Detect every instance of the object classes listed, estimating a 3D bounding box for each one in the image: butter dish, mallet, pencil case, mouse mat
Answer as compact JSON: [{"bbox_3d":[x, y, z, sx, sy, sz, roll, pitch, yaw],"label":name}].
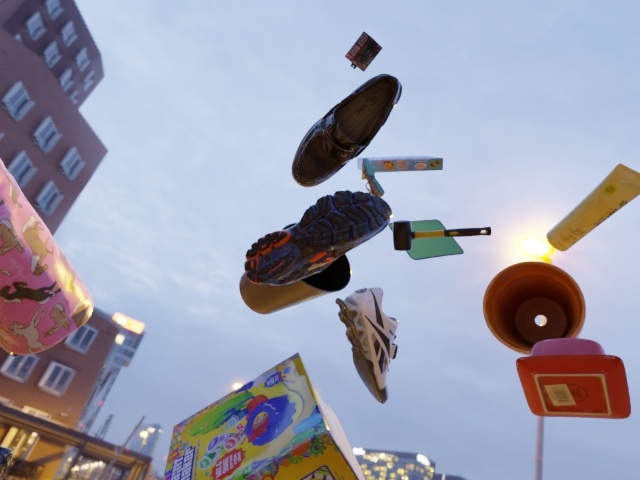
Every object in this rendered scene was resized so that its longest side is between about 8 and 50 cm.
[{"bbox_3d":[0.434,0.221,0.842,0.160,0.118,0.160,-10,-58,29],"label":"butter dish"},{"bbox_3d":[0.235,-0.023,0.956,0.190,0.062,0.039,-10,5,11],"label":"mallet"},{"bbox_3d":[-0.503,-0.001,0.732,0.167,0.160,0.385,-23,-52,-13],"label":"pencil case"},{"bbox_3d":[0.304,-0.006,1.403,0.190,0.152,0.007,-6,-44,-25],"label":"mouse mat"}]

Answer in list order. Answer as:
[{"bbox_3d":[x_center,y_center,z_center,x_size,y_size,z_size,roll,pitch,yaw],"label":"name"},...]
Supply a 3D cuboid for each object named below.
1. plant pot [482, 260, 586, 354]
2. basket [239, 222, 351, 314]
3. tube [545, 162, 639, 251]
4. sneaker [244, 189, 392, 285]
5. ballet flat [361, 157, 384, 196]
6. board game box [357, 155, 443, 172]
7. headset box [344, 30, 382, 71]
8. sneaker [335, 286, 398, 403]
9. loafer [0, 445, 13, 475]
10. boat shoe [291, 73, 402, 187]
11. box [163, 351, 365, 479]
[{"bbox_3d":[0.497,0.171,1.120,0.205,0.204,0.188,-2,-20,29],"label":"plant pot"},{"bbox_3d":[-0.080,0.080,1.135,0.205,0.154,0.227,28,-40,-30],"label":"basket"},{"bbox_3d":[0.600,-0.067,1.068,0.070,0.062,0.240,-11,-31,-34],"label":"tube"},{"bbox_3d":[0.000,0.000,0.691,0.221,0.083,0.087,-24,-25,16],"label":"sneaker"},{"bbox_3d":[0.127,-0.160,1.268,0.041,0.114,0.041,-23,-13,-5],"label":"ballet flat"},{"bbox_3d":[0.223,-0.221,1.398,0.212,0.039,0.160,-2,13,-5],"label":"board game box"},{"bbox_3d":[0.105,-0.465,1.209,0.083,0.032,0.062,-49,-33,18],"label":"headset box"},{"bbox_3d":[0.156,0.275,1.285,0.122,0.146,0.330,24,-47,62],"label":"sneaker"},{"bbox_3d":[-0.503,0.310,0.662,0.224,0.078,0.076,-12,-74,29],"label":"loafer"},{"bbox_3d":[0.062,-0.257,1.133,0.127,0.340,0.113,50,3,-7],"label":"boat shoe"},{"bbox_3d":[-0.094,0.379,0.813,0.176,0.279,0.290,61,-5,-14],"label":"box"}]
